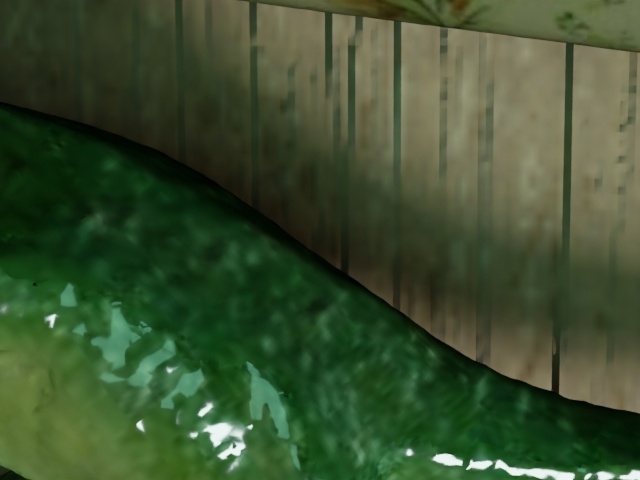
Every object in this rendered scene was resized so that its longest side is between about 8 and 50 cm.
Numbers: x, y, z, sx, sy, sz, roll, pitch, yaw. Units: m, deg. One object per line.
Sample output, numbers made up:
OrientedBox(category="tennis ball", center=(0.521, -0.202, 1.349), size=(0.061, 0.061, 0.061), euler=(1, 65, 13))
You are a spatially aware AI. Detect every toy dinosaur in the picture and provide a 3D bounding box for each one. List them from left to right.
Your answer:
OrientedBox(category="toy dinosaur", center=(0.000, 0.000, 0.338), size=(0.301, 0.087, 0.447), euler=(-33, 111, 21))

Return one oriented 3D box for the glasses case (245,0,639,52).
OrientedBox(category="glasses case", center=(-0.023, -0.132, 0.334), size=(0.425, 0.098, 0.156), euler=(9, 107, 9))
